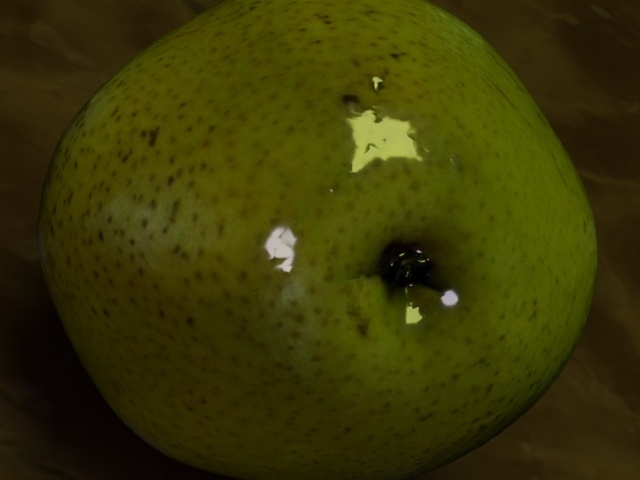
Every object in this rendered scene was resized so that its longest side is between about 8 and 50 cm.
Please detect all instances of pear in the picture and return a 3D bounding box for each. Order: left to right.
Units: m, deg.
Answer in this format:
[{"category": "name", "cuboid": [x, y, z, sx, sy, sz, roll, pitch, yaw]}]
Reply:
[{"category": "pear", "cuboid": [-0.001, 0.001, 0.644, 0.198, 0.198, 0.198, 20, 32, -14]}]
